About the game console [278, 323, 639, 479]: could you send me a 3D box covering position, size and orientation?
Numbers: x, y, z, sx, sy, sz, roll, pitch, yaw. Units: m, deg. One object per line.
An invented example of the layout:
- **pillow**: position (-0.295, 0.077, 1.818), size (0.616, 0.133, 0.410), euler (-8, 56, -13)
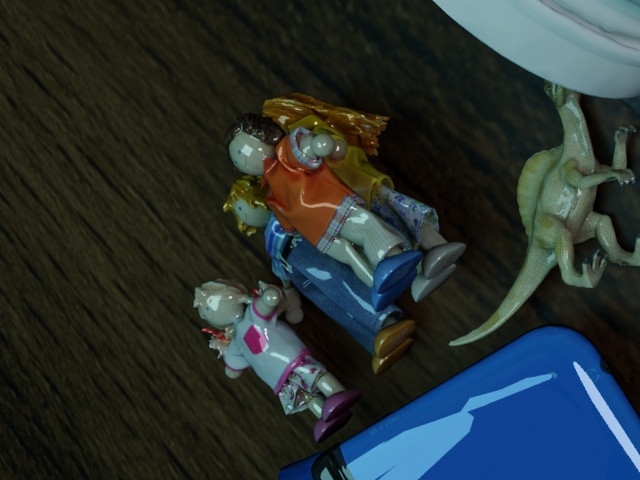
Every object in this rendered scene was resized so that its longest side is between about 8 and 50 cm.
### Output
- **game console**: position (0.124, 0.223, 0.717), size (0.250, 0.173, 0.293), euler (-33, 84, 12)

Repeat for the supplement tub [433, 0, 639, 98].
- **supplement tub**: position (0.169, -0.225, 0.439), size (0.316, 0.228, 0.228), euler (-46, 68, 41)

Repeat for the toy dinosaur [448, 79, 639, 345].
- **toy dinosaur**: position (0.137, -0.008, 0.661), size (0.093, 0.053, 0.183), euler (35, 117, 51)

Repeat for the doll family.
- **doll family**: position (0.000, 0.000, 0.760), size (0.163, 0.118, 0.263), euler (45, 146, 19)
